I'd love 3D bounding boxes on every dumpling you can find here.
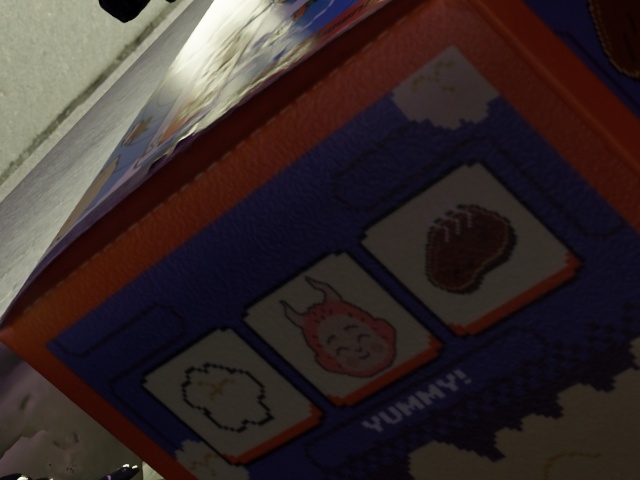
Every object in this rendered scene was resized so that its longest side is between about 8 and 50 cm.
[{"bbox_3d":[-0.240,0.177,1.230,0.243,0.187,0.318,-14,39,58],"label":"dumpling"}]

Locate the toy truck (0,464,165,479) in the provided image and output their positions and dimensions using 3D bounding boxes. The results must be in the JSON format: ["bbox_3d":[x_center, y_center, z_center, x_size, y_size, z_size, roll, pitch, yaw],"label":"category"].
[{"bbox_3d":[-0.124,0.194,1.005,0.165,0.147,0.224,-27,5,-19],"label":"toy truck"}]

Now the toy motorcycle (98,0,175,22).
[{"bbox_3d":[-0.044,-0.207,0.885,0.213,0.082,0.122,-55,12,-13],"label":"toy motorcycle"}]

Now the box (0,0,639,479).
[{"bbox_3d":[0.078,-0.055,0.818,0.318,0.257,0.349,-35,19,42],"label":"box"}]
